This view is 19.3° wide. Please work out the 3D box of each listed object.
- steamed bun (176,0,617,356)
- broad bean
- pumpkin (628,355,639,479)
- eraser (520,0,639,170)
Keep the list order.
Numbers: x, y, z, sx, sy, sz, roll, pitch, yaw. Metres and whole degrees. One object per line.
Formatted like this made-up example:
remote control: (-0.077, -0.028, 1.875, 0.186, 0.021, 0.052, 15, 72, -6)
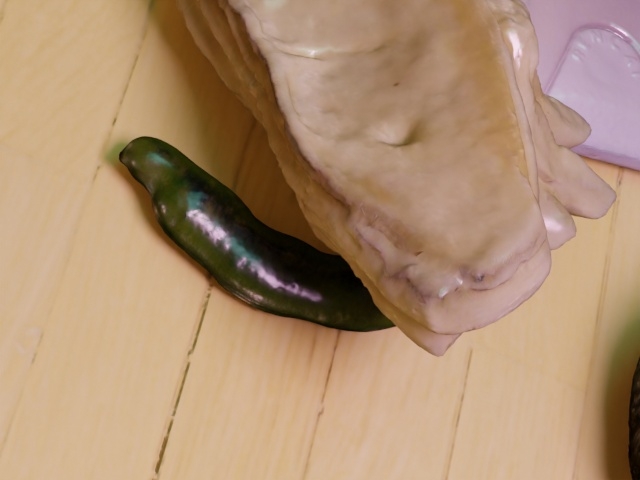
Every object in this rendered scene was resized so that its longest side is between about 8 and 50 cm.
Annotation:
steamed bun: (0.067, -0.098, 1.325, 0.247, 0.189, 0.428, -26, 55, -11)
broad bean: (0.000, 0.000, 1.335, 0.291, 0.049, 0.144, 5, 54, -27)
pumpkin: (0.366, 0.157, 1.336, 0.320, 0.192, 0.321, 11, 60, -20)
eraser: (0.221, -0.171, 1.535, 0.204, 0.059, 0.243, 14, 61, -19)
